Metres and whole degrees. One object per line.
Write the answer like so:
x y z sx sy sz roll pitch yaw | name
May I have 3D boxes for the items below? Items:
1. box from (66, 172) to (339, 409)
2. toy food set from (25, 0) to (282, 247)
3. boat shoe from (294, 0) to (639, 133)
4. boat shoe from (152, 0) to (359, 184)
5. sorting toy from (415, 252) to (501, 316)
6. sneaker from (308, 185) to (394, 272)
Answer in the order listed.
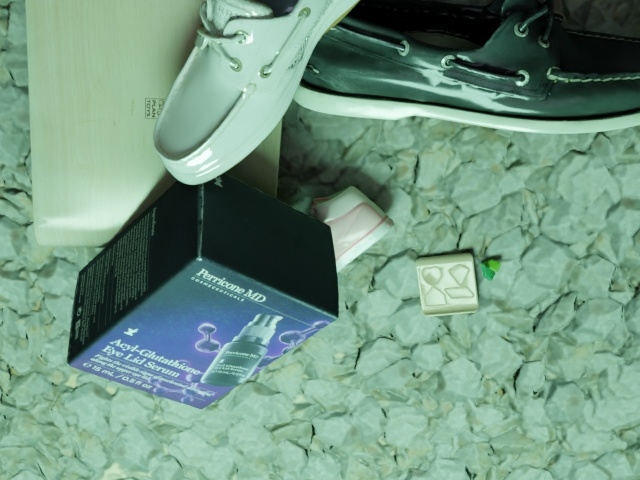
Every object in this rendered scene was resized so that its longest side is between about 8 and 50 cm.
-0.108 0.048 0.815 0.153 0.108 0.207 26 133 -33 | box
-0.146 -0.131 0.824 0.219 0.092 0.306 1 113 -8 | toy food set
0.142 -0.168 0.756 0.340 0.127 0.113 6 124 12 | boat shoe
-0.054 -0.171 0.699 0.098 0.096 0.277 40 98 28 | boat shoe
0.139 0.042 0.897 0.083 0.012 0.062 -6 106 10 | sorting toy
0.000 0.000 0.874 0.134 0.051 0.070 -40 96 18 | sneaker
